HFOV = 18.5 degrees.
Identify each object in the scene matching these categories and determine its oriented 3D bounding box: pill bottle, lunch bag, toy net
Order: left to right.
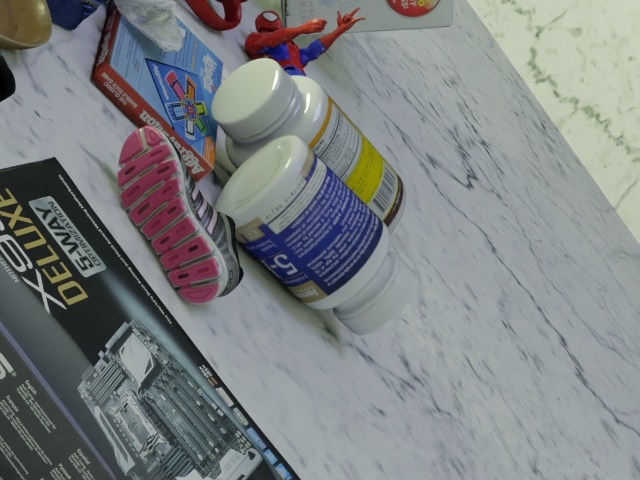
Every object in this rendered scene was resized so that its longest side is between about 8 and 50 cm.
[{"bbox_3d":[-0.240,-0.250,1.846,0.098,0.065,0.067,58,18,23],"label":"lunch bag"},{"bbox_3d":[-0.196,-0.272,1.972,0.122,0.045,0.232,19,27,-39],"label":"toy net"},{"bbox_3d":[-0.014,-0.083,1.965,0.215,0.117,0.117,47,16,-37],"label":"pill bottle"},{"bbox_3d":[0.000,0.000,1.867,0.187,0.112,0.112,44,18,-21],"label":"pill bottle"}]

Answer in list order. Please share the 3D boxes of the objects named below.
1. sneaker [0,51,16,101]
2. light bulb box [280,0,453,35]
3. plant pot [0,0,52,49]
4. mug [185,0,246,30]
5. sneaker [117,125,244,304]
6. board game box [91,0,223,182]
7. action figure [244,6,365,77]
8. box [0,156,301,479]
[{"bbox_3d":[-0.285,-0.130,1.405,0.106,0.101,0.267,52,16,-4],"label":"sneaker"},{"bbox_3d":[0.044,-0.496,2.580,0.361,0.225,0.358,-95,-179,-63],"label":"light bulb box"},{"bbox_3d":[-0.324,-0.249,1.681,0.236,0.032,0.236,45,17,-18],"label":"plant pot"},{"bbox_3d":[-0.131,-0.331,2.241,0.169,0.113,0.150,17,35,-57],"label":"mug"},{"bbox_3d":[-0.117,-0.019,1.689,0.170,0.063,0.075,62,19,17],"label":"sneaker"},{"bbox_3d":[-0.158,-0.169,1.959,0.145,0.027,0.281,44,18,-19],"label":"board game box"},{"bbox_3d":[0.001,-0.193,2.260,0.091,0.139,0.280,36,20,-46],"label":"action figure"},{"bbox_3d":[-0.158,0.096,1.298,0.307,0.076,0.242,53,17,4],"label":"box"}]
